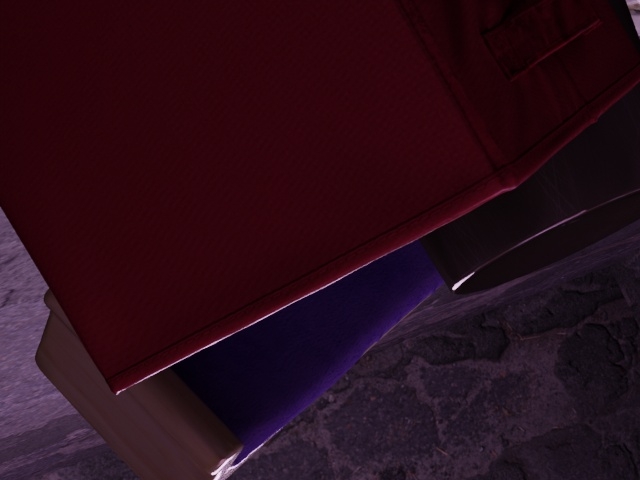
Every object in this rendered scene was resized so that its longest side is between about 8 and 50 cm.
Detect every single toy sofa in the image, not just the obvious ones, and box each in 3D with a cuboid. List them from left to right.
[{"bbox_3d":[0.000,0.000,0.884,0.362,0.150,0.177,-38,169,-35],"label":"toy sofa"}]

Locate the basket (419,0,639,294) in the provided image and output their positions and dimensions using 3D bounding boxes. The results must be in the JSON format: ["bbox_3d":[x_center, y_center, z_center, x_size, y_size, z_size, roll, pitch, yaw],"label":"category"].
[{"bbox_3d":[0.075,-0.100,0.673,0.154,0.227,0.204,-15,166,-37],"label":"basket"}]

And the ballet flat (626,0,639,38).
[{"bbox_3d":[0.201,-0.183,0.671,0.116,0.124,0.342,17,140,-21],"label":"ballet flat"}]

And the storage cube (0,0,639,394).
[{"bbox_3d":[-0.017,-0.088,0.518,0.215,0.193,0.183,-29,-177,32],"label":"storage cube"}]
